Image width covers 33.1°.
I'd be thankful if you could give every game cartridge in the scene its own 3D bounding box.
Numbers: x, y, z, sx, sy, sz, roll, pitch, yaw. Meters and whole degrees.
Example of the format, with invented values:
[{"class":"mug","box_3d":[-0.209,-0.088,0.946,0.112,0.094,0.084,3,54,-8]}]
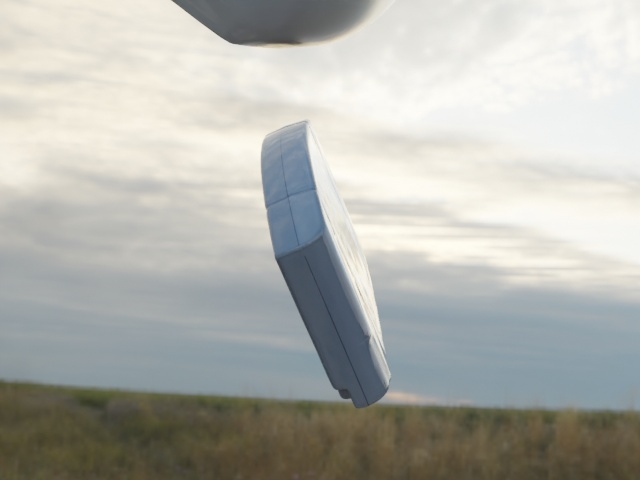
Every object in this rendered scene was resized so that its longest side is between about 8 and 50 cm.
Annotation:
[{"class":"game cartridge","box_3d":[0.000,0.000,1.016,0.060,0.196,0.294,-24,25,7]}]

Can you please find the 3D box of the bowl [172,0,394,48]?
[{"class":"bowl","box_3d":[-0.040,-0.125,0.430,0.142,0.053,0.142,38,17,7]}]
